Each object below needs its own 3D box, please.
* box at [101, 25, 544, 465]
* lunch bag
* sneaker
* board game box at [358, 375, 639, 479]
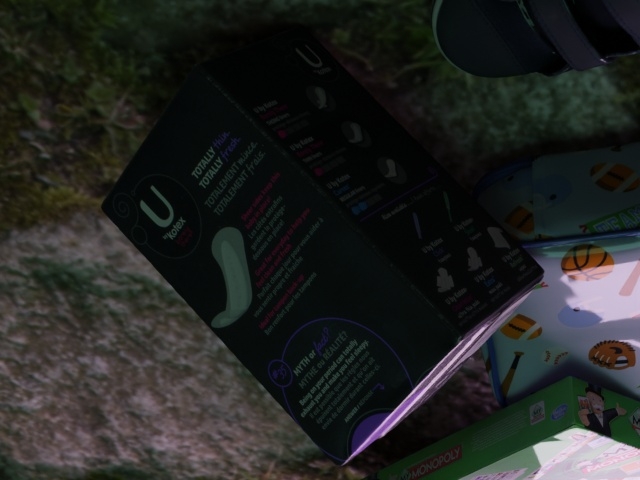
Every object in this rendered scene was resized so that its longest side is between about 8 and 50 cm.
[{"bbox_3d":[0.000,0.000,1.221,0.270,0.143,0.165,47,126,10],"label":"box"},{"bbox_3d":[0.260,0.038,1.310,0.303,0.115,0.243,-6,134,14],"label":"lunch bag"},{"bbox_3d":[0.208,-0.186,1.124,0.321,0.127,0.126,-28,122,29],"label":"sneaker"},{"bbox_3d":[0.182,0.219,1.435,0.213,0.046,0.317,23,143,-31],"label":"board game box"}]
